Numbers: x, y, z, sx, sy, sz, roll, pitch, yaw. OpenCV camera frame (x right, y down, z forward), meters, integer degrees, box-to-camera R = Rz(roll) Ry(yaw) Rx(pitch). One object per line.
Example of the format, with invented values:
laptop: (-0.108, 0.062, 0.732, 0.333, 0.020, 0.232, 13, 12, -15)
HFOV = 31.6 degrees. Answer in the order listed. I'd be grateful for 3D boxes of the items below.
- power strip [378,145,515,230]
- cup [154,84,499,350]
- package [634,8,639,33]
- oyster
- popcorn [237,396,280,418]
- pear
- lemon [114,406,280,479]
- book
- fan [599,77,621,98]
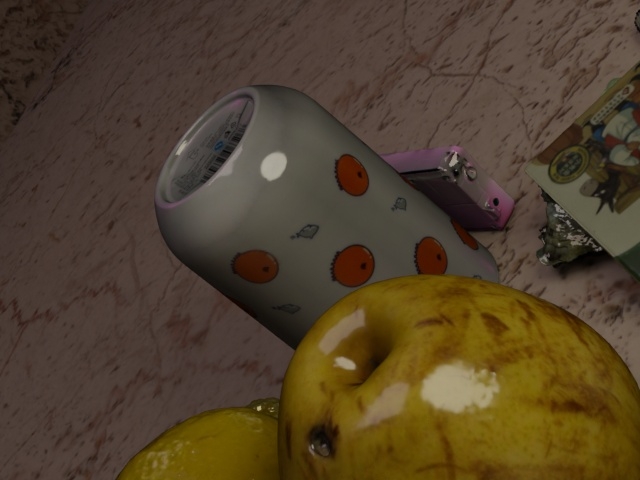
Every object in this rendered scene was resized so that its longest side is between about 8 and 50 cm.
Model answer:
power strip: (0.096, -0.053, 1.282, 0.279, 0.109, 0.037, -1, 54, 55)
cup: (0.000, 0.000, 1.136, 0.212, 0.317, 0.212, -35, 32, 26)
package: (0.427, -0.256, 1.116, 0.239, 0.030, 0.154, -35, 29, 22)
oyster: (0.263, -0.055, 1.091, 0.125, 0.064, 0.177, -11, 50, 45)
popcorn: (-0.070, 0.220, 1.202, 0.121, 0.106, 0.116, -30, 44, 34)
pear: (0.102, 0.157, 0.841, 0.281, 0.281, 0.280, -36, 31, 26)
lemon: (-0.086, 0.288, 0.990, 0.283, 0.261, 0.260, -70, 24, 14)
book: (0.321, -0.060, 0.977, 0.202, 0.027, 0.264, -43, 42, 8)
fan: (0.341, -0.120, 1.112, 0.131, 0.009, 0.240, -53, 28, 0)
